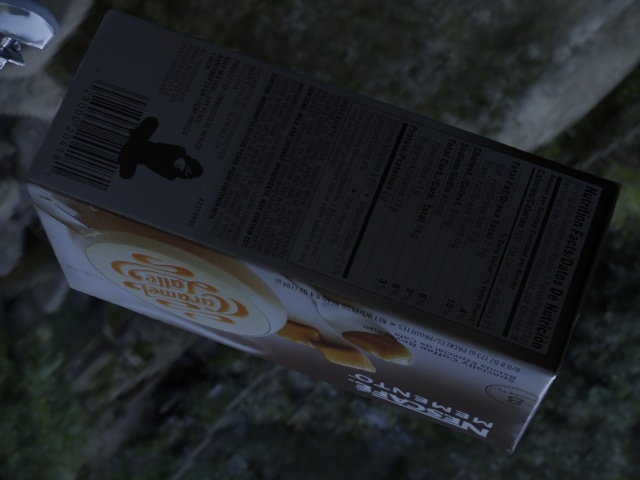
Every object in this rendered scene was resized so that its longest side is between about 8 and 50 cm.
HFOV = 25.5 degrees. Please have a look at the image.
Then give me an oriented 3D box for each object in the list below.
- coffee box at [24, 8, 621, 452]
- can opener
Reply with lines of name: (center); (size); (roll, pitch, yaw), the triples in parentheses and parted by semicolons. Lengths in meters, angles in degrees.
coffee box: (0.000, 0.000, 0.678); (0.141, 0.246, 0.098); (93, 18, -69)
can opener: (-0.368, -0.229, 1.321); (0.093, 0.074, 0.280); (-47, 151, 18)
